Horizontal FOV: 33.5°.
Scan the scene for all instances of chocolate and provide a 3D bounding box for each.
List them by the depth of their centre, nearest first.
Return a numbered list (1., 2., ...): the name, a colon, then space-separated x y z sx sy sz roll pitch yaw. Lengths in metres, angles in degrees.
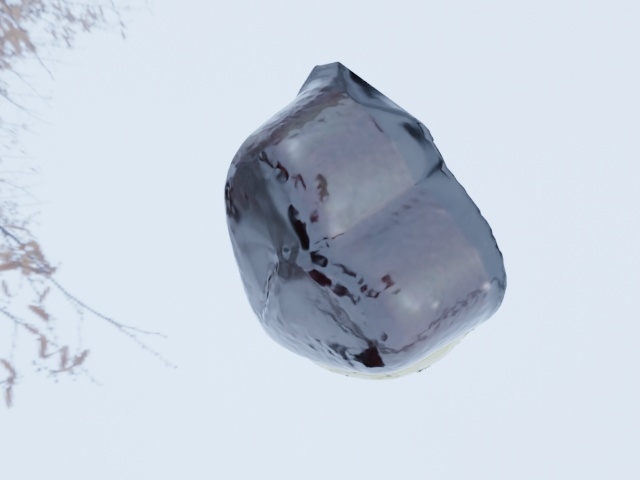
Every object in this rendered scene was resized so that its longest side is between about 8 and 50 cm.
1. chocolate: 0.000 0.000 0.505 0.080 0.125 0.148 -29 -94 -42

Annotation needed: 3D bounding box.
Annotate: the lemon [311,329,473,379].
1. lemon: 0.037 0.020 0.792 0.174 0.206 0.173 -1 -65 -2
